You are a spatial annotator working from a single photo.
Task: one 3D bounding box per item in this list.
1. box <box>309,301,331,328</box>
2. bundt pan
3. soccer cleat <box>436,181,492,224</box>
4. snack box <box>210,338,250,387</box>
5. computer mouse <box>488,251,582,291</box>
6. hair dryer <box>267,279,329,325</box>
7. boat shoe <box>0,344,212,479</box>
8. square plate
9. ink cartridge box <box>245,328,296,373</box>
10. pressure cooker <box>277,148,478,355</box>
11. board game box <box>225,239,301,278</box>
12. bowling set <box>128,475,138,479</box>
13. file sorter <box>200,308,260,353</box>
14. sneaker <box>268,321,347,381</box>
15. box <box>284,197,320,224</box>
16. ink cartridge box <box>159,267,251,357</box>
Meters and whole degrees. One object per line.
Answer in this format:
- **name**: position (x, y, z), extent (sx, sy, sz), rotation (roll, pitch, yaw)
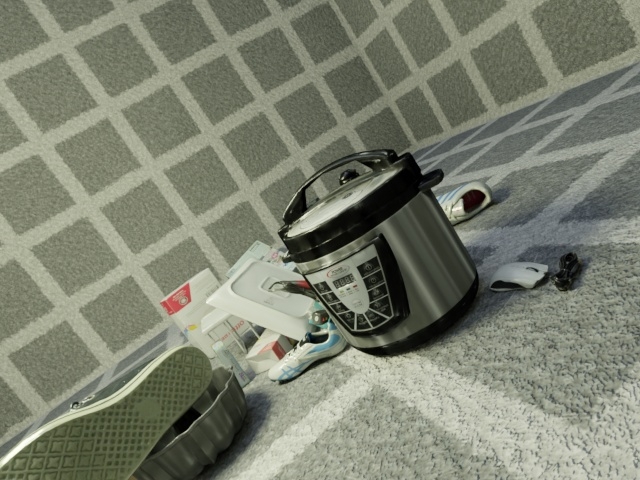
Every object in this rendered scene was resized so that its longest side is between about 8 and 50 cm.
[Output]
- **box**: position (0.034, 0.174, 1.397), extent (0.244, 0.060, 0.100), rotation (-55, -18, -64)
- **bundt pan**: position (-0.317, 0.462, 1.063), extent (0.331, 0.124, 0.331), rotation (-32, 11, 7)
- **soccer cleat**: position (0.420, -0.099, 1.469), extent (0.331, 0.116, 0.143), rotation (-30, 10, 16)
- **snack box**: position (-0.274, 0.372, 1.312), extent (0.037, 0.141, 0.100), rotation (-36, 10, -21)
- **computer mouse**: position (0.419, 0.067, 0.881), extent (0.106, 0.042, 0.193), rotation (-40, 12, -32)
- **hair dryer**: position (0.016, 0.128, 1.262), extent (0.224, 0.080, 0.293), rotation (32, 29, 33)
- **boat shoe**: position (-0.445, 0.402, 0.905), extent (0.156, 0.186, 0.500), rotation (-32, 3, 40)
- **square plate**: position (-0.146, 0.173, 1.438), extent (0.344, 0.347, 0.049), rotation (-55, -16, -66)
- **ink cartridge box**: position (-0.137, 0.318, 1.361), extent (0.115, 0.067, 0.198), rotation (-27, 13, 29)
- **pressure cooker**: position (0.117, 0.008, 1.025), extent (0.370, 0.420, 0.375), rotation (-35, 11, -15)
- **board game box**: position (-0.235, 0.145, 1.887), extent (0.303, 0.097, 0.224), rotation (23, 65, 41)
- **bowling set**: position (-0.536, 0.564, 1.084), extent (0.154, 0.200, 0.287), rotation (-33, 6, 9)
- **file sorter**: position (-0.274, 0.294, 1.599), extent (0.278, 0.173, 0.193), rotation (-36, 11, -12)
- **sneaker**: position (-0.044, 0.292, 1.138), extent (0.237, 0.086, 0.085), rotation (-33, 11, 12)
- **box**: position (0.000, 0.000, 1.807), extent (0.183, 0.296, 0.294), rotation (-32, 11, 6)
- **ink cartridge box**: position (-0.478, 0.305, 1.806), extent (0.226, 0.306, 0.131), rotation (-40, 11, -34)
